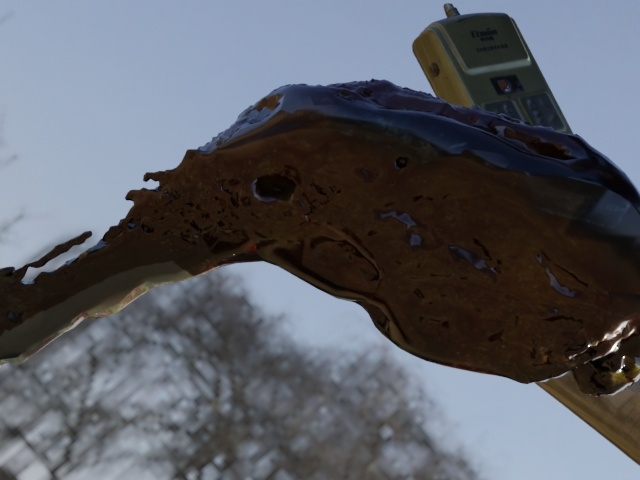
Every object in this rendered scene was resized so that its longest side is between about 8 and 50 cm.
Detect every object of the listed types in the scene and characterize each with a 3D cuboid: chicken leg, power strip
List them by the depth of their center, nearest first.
[{"bbox_3d":[0.000,0.000,0.547,0.051,0.253,0.106,-65,155,-73],"label":"chicken leg"},{"bbox_3d":[0.111,-0.068,0.960,0.028,0.076,0.169,-41,-110,47],"label":"power strip"}]

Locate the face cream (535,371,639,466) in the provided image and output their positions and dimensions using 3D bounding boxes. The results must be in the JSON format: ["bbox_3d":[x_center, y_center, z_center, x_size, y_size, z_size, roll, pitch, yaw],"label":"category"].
[{"bbox_3d":[0.247,0.109,1.311,0.341,0.137,0.084,43,2,27],"label":"face cream"}]
